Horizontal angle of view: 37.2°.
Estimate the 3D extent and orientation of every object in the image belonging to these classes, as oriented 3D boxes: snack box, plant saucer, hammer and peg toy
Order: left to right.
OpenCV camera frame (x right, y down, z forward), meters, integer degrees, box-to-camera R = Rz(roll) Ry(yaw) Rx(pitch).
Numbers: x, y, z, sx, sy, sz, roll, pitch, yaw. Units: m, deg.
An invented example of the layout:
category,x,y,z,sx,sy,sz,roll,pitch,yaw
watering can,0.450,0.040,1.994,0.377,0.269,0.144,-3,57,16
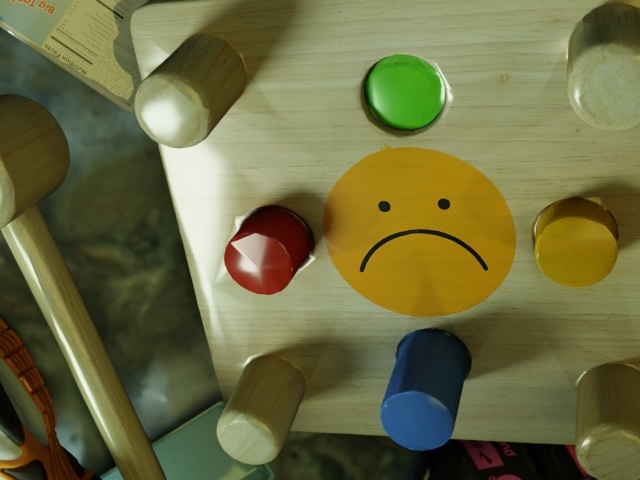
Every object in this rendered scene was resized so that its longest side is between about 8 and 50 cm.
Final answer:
category,x,y,z,sx,sy,sz,roll,pitch,yaw
snack box,-0.156,-0.143,0.494,0.178,0.022,0.064,34,96,-21
plant saucer,-0.126,0.172,0.592,0.192,0.018,0.067,-32,110,-5
hammer and peg toy,0.000,0.000,0.490,0.361,0.127,0.266,-2,119,17

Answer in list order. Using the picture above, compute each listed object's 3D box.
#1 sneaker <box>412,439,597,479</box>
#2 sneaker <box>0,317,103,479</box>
category,x,y,z,sx,sy,sz,roll,pitch,yaw
sneaker,0.173,0.174,0.584,0.483,0.185,0.202,-45,115,0
sneaker,-0.183,0.168,0.532,0.121,0.099,0.262,-28,91,8
